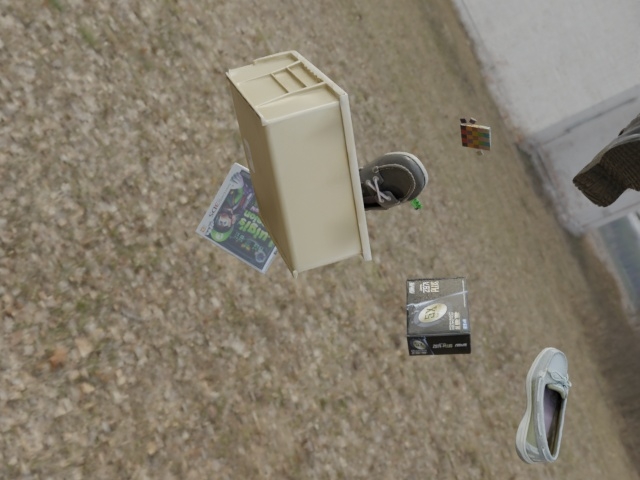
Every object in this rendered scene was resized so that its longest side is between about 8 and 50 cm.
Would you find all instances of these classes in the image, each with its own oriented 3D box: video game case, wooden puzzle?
[{"bbox_3d":[-0.148,-0.048,1.628,0.190,0.173,0.022,29,0,25],"label":"video game case"},{"bbox_3d":[0.256,-0.171,1.291,0.006,0.049,0.083,-61,152,-31],"label":"wooden puzzle"}]

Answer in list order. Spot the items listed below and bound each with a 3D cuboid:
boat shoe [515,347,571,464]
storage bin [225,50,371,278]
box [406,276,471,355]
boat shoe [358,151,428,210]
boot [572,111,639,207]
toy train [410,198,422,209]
[{"bbox_3d":[0.594,0.424,2.033,0.118,0.103,0.321,38,58,-21],"label":"boat shoe"},{"bbox_3d":[-0.040,-0.122,1.195,0.260,0.123,0.262,-124,-160,-57],"label":"storage bin"},{"bbox_3d":[0.279,0.178,1.865,0.180,0.147,0.078,-83,166,-45],"label":"box"},{"bbox_3d":[0.098,-0.101,1.615,0.095,0.335,0.112,-40,104,-23],"label":"boat shoe"},{"bbox_3d":[0.597,-0.189,1.395,0.118,0.223,0.338,45,-9,-5],"label":"boot"},{"bbox_3d":[0.253,-0.113,2.159,0.083,0.023,0.017,51,10,-34],"label":"toy train"}]
